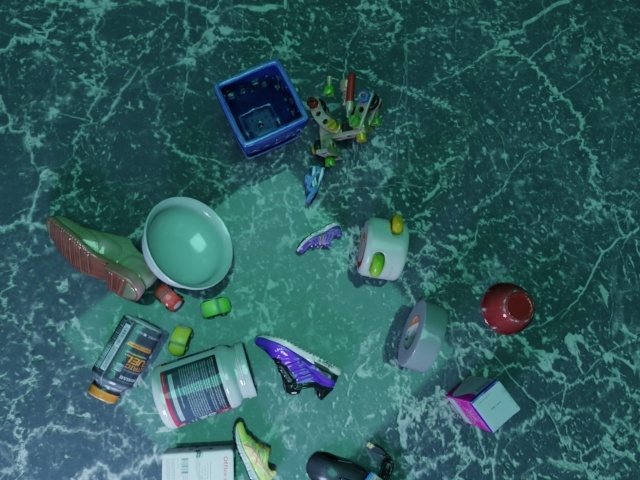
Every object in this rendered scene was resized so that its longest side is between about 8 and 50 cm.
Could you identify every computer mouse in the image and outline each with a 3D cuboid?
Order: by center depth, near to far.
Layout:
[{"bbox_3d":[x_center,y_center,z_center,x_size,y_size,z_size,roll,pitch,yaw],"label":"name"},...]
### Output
[{"bbox_3d":[0.101,0.696,1.613,0.262,0.060,0.184,28,78,-1],"label":"computer mouse"}]

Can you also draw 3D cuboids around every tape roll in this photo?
[{"bbox_3d":[0.315,0.296,1.636,0.072,0.219,0.219,20,77,-3],"label":"tape roll"}]

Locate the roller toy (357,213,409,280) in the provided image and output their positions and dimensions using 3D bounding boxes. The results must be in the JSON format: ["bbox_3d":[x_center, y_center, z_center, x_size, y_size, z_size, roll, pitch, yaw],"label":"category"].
[{"bbox_3d":[0.205,0.026,1.693,0.146,0.191,0.209,10,80,-4],"label":"roller toy"}]

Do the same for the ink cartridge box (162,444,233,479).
[{"bbox_3d":[-0.356,0.690,1.550,0.203,0.086,0.148,0,79,-7],"label":"ink cartridge box"}]

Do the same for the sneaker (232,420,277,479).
[{"bbox_3d":[-0.198,0.635,1.590,0.094,0.081,0.208,-24,89,-17],"label":"sneaker"}]

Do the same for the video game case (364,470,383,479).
[{"bbox_3d":[0.178,0.794,1.595,0.166,0.015,0.119,43,79,-14],"label":"video game case"}]

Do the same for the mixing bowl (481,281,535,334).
[{"bbox_3d":[0.639,0.223,1.750,0.182,0.098,0.181,1,79,-6],"label":"mixing bowl"}]

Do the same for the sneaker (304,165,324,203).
[{"bbox_3d":[-0.031,-0.190,1.784,0.059,0.053,0.144,18,69,-3],"label":"sneaker"}]

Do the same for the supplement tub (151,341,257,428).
[{"bbox_3d":[-0.339,0.421,1.553,0.272,0.191,0.191,-17,81,-9],"label":"supplement tub"}]

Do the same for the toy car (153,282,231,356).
[{"bbox_3d":[-0.394,0.225,1.657,0.225,0.053,0.238,-15,81,-9],"label":"toy car"}]

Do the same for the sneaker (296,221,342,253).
[{"bbox_3d":[0.000,0.000,1.742,0.170,0.068,0.071,-29,89,-12],"label":"sneaker"}]

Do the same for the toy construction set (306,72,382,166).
[{"bbox_3d":[0.074,-0.372,1.718,0.258,0.309,0.237,4,83,3],"label":"toy construction set"}]

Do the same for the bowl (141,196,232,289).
[{"bbox_3d":[-0.430,0.025,1.623,0.298,0.134,0.297,23,55,-36],"label":"bowl"}]

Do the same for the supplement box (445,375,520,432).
[{"bbox_3d":[0.490,0.495,1.615,0.111,0.220,0.114,-36,86,-11],"label":"supplement box"}]

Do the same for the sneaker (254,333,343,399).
[{"bbox_3d":[-0.088,0.399,1.631,0.293,0.102,0.146,27,78,0],"label":"sneaker"}]

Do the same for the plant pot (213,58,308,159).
[{"bbox_3d":[-0.194,-0.410,1.727,0.236,0.212,0.235,-26,83,-11],"label":"plant pot"}]

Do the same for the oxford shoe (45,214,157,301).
[{"bbox_3d":[-0.678,0.034,1.648,0.397,0.140,0.146,35,46,6],"label":"oxford shoe"}]

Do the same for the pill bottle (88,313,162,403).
[{"bbox_3d":[-0.588,0.354,1.571,0.131,0.130,0.245,27,78,0],"label":"pill bottle"}]
